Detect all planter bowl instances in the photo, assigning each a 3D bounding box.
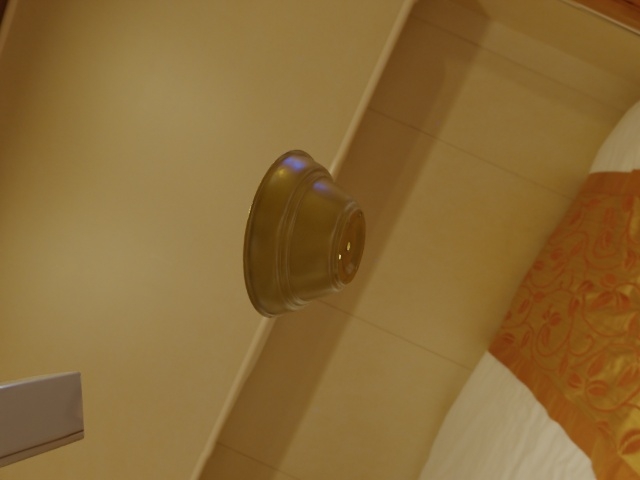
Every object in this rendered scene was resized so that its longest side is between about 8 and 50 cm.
[{"bbox_3d":[0.000,0.000,0.541,0.217,0.090,0.217,10,-90,-67],"label":"planter bowl"}]

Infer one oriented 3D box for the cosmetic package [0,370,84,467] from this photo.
[{"bbox_3d":[-0.519,0.267,0.597,0.309,0.160,0.113,8,-109,-62],"label":"cosmetic package"}]
